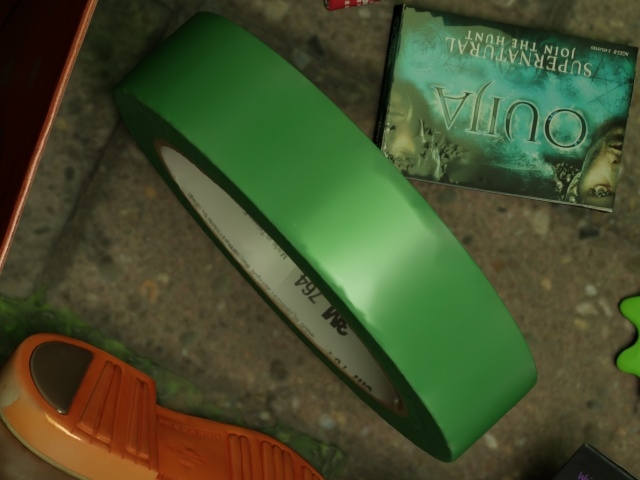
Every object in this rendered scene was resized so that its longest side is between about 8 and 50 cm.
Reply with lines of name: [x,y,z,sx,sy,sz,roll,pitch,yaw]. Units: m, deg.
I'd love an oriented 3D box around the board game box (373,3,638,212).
board game box: [0.135,-0.095,1.396,0.186,0.026,0.126,8,91,-14]

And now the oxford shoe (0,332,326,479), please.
oxford shoe: [-0.094,0.202,1.331,0.363,0.130,0.133,35,116,-19]

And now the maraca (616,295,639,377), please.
maraca: [0.315,0.076,1.420,0.185,0.099,0.127,4,84,11]

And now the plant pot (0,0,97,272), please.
plant pot: [-0.296,-0.139,1.179,0.267,0.236,0.267,20,88,-15]

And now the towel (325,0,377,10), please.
towel: [0.112,-0.292,1.377,0.274,0.031,0.199,-16,99,-11]

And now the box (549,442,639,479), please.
box: [0.170,0.308,1.341,0.270,0.143,0.165,-46,138,-8]

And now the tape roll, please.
tape roll: [0.000,0.000,1.217,0.077,0.321,0.321,-43,102,-9]
